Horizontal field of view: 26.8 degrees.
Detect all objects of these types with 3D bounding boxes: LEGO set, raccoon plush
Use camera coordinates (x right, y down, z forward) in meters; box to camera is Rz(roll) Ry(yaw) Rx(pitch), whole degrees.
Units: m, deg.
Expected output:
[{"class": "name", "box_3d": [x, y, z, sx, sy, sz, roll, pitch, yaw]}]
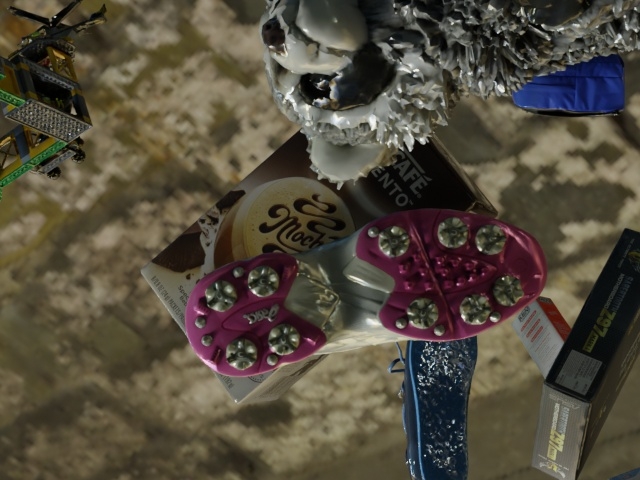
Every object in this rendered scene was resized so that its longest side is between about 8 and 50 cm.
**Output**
[{"class": "LEGO set", "box_3d": [-0.391, -0.183, 1.346, 0.255, 0.331, 0.192, -34, 62, 27]}, {"class": "raccoon plush", "box_3d": [0.168, -0.156, 0.989, 0.299, 0.446, 0.216, -44, 45, 48]}]

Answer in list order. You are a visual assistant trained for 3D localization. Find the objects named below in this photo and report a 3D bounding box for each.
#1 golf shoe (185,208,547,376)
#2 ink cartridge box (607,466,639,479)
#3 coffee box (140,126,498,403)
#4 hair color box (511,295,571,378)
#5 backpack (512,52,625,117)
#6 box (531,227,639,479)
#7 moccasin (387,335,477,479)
[{"class": "golf shoe", "box_3d": [0.038, 0.040, 1.156, 0.306, 0.115, 0.140, -9, -2, -1]}, {"class": "ink cartridge box", "box_3d": [0.395, 0.317, 1.536, 0.092, 0.089, 0.143, -22, 4, 7]}, {"class": "coffee box", "box_3d": [0.000, 0.000, 1.290, 0.297, 0.168, 0.119, -41, -15, 11]}, {"class": "hair color box", "box_3d": [0.367, 0.160, 2.155, 0.072, 0.043, 0.141, -59, 37, 28]}, {"class": "backpack", "box_3d": [0.272, -0.189, 1.492, 0.120, 0.101, 0.098, -2, 11, 6]}, {"class": "box", "box_3d": [0.310, 0.129, 1.488, 0.059, 0.183, 0.232, 23, 57, 19]}, {"class": "moccasin", "box_3d": [0.166, 0.240, 2.137, 0.117, 0.138, 0.342, 150, 130, -68]}]
